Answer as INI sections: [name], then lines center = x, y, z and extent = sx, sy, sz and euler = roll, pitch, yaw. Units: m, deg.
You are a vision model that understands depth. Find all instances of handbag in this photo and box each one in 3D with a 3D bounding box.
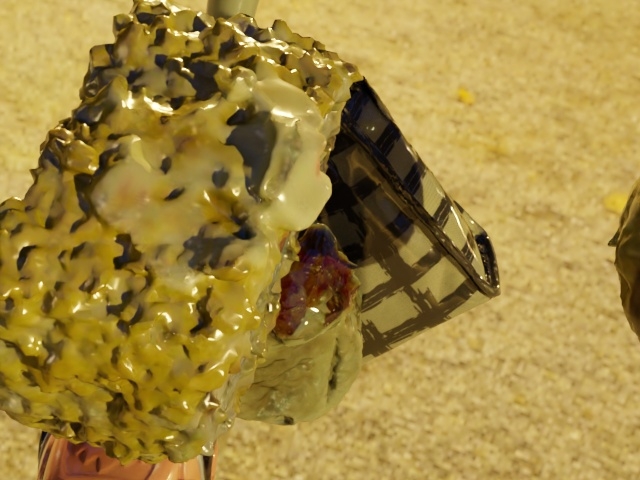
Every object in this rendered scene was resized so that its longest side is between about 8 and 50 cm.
[handbag]
center = 0.000, 0.000, 1.633
extent = 0.327, 0.325, 0.162
euler = 51, 21, -31

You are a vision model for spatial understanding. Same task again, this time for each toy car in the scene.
[toy car]
center = -0.208, 0.304, 1.353
extent = 0.181, 0.270, 0.212
euler = 7, 22, 2

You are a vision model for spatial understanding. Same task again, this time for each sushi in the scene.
[sushi]
center = -0.131, -0.006, 1.159
extent = 0.240, 0.351, 0.396
euler = 21, 60, 1

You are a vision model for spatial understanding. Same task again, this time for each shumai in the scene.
[shumai]
center = -0.045, 0.104, 1.461
extent = 0.225, 0.260, 0.222
euler = -23, 25, -8

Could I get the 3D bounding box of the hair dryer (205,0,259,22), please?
[hair dryer]
center = -0.125, -0.382, 1.572
extent = 0.119, 0.295, 0.298
euler = -18, 25, -39

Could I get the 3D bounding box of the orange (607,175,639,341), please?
[orange]
center = 0.396, 0.005, 1.162
extent = 0.369, 0.271, 0.210
euler = 39, 22, -36
